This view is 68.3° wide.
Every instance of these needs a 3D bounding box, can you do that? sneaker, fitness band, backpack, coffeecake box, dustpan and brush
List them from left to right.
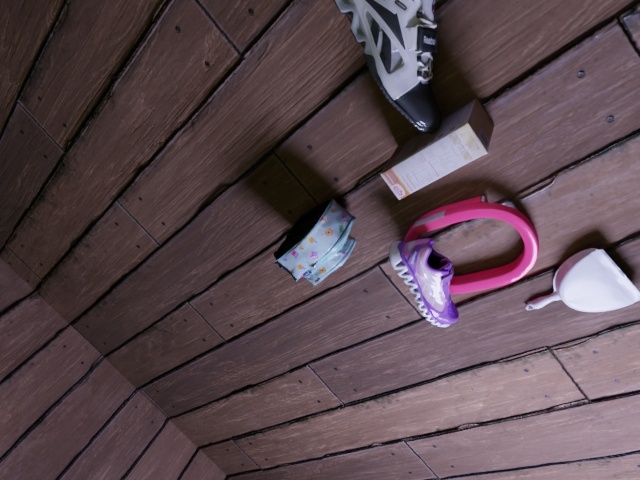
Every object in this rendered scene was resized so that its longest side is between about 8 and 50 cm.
[{"bbox_3d":[0.000,0.000,1.095,0.144,0.166,0.188,37,133,-3],"label":"backpack"},{"bbox_3d":[0.147,-0.347,0.806,0.146,0.122,0.330,-26,98,29],"label":"sneaker"},{"bbox_3d":[0.249,0.088,1.024,0.105,0.095,0.236,-25,110,31],"label":"sneaker"},{"bbox_3d":[0.220,-0.171,0.888,0.186,0.142,0.068,-28,108,37],"label":"coffeecake box"},{"bbox_3d":[0.319,0.017,1.031,0.291,0.054,0.209,-17,115,34],"label":"fitness band"},{"bbox_3d":[0.528,0.108,0.994,0.147,0.060,0.211,46,122,-7],"label":"dustpan and brush"}]
